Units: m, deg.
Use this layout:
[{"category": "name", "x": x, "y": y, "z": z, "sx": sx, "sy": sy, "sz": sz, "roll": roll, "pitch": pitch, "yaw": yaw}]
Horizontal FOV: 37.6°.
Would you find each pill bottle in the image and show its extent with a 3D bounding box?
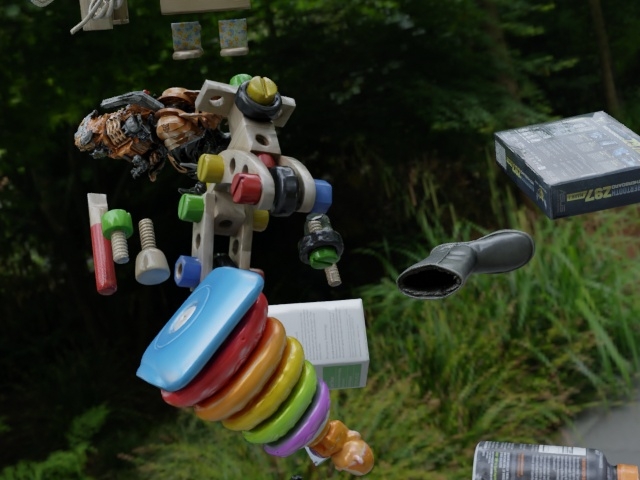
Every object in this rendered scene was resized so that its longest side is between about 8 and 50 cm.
[{"category": "pill bottle", "x": 0.363, "y": 0.382, "z": 1.450, "sx": 0.245, "sy": 0.131, "sz": 0.130, "roll": 1, "pitch": 9, "yaw": 17}]

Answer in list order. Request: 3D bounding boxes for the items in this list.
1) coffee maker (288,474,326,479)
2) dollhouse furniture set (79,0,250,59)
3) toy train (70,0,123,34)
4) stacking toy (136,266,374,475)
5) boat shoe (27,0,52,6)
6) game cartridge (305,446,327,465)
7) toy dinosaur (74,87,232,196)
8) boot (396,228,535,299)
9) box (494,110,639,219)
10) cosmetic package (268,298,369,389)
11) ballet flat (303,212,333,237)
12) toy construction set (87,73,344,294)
[{"category": "coffee maker", "x": -0.012, "y": 0.430, "z": 1.329, "sx": 0.178, "sy": 0.171, "sz": 0.120, "roll": -46, "pitch": 26, "yaw": 37}, {"category": "dollhouse furniture set", "x": -0.230, "y": -0.382, "z": 1.426, "sx": 0.242, "sy": 0.212, "sz": 0.161, "roll": -4, "pitch": 14, "yaw": -1}, {"category": "toy train", "x": -0.219, "y": -0.364, "z": 1.168, "sx": 0.248, "sy": 0.105, "sz": 0.143, "roll": -44, "pitch": 14, "yaw": 18}, {"category": "stacking toy", "x": -0.050, "y": 0.184, "z": 1.098, "sx": 0.166, "sy": 0.302, "sz": 0.175, "roll": -52, "pitch": 18, "yaw": -15}, {"category": "boat shoe", "x": -0.433, "y": -0.484, "z": 1.490, "sx": 0.079, "sy": 0.255, "sz": 0.095, "roll": 12, "pitch": -18, "yaw": 4}, {"category": "game cartridge", "x": -0.006, "y": 0.316, "z": 1.526, "sx": 0.056, "sy": 0.083, "sz": 0.017, "roll": -39, "pitch": -21, "yaw": 21}, {"category": "toy dinosaur", "x": -0.214, "y": -0.157, "z": 1.448, "sx": 0.321, "sy": 0.164, "sz": 0.218, "roll": 10, "pitch": -26, "yaw": 30}, {"category": "boot", "x": 0.228, "y": 0.035, "z": 1.443, "sx": 0.189, "sy": 0.076, "sz": 0.208, "roll": -15, "pitch": -2, "yaw": 19}, {"category": "box", "x": 0.378, "y": -0.114, "z": 1.373, "sx": 0.183, "sy": 0.059, "sz": 0.233, "roll": -13, "pitch": 27, "yaw": -5}, {"category": "cosmetic package", "x": -0.083, "y": 0.242, "z": 2.089, "sx": 0.365, "sy": 0.155, "sz": 0.197, "roll": -6, "pitch": -25, "yaw": -1}, {"category": "ballet flat", "x": 0.000, "y": 0.000, "z": 1.554, "sx": 0.057, "sy": 0.049, "sz": 0.173, "roll": -18, "pitch": 21, "yaw": 8}, {"category": "toy construction set", "x": -0.139, "y": -0.073, "z": 1.171, "sx": 0.308, "sy": 0.237, "sz": 0.257, "roll": -11, "pitch": -28, "yaw": -8}]
